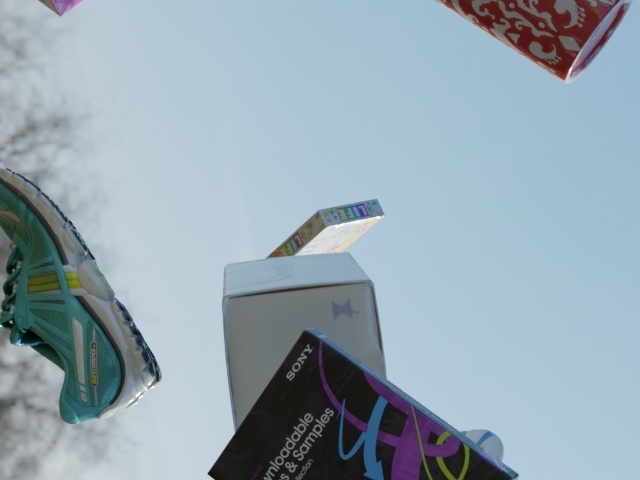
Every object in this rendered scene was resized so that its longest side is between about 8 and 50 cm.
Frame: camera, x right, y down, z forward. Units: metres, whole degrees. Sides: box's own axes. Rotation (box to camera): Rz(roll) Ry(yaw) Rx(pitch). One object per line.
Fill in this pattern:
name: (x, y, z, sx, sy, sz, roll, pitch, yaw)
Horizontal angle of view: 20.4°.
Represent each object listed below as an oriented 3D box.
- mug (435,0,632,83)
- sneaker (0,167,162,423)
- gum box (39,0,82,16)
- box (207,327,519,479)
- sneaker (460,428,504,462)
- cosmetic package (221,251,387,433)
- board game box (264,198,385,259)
mug: (0.168, -0.222, 1.430, 0.169, 0.150, 0.113, 38, -31, 13)
sneaker: (-0.254, 0.046, 1.644, 0.275, 0.110, 0.107, 56, -8, 24)
gum box: (-0.360, -0.383, 2.416, 0.188, 0.107, 0.062, 38, -19, 47)
box: (0.025, 0.146, 1.108, 0.162, 0.116, 0.029, 35, 6, 15)
sneaker: (0.073, 0.231, 1.828, 0.091, 0.240, 0.126, 50, -17, 56)
cosmetic package: (-0.018, 0.098, 1.564, 0.296, 0.129, 0.153, -138, -137, -86)
board game box: (0.000, 0.000, 2.303, 0.154, 0.103, 0.026, -41, -112, 46)
